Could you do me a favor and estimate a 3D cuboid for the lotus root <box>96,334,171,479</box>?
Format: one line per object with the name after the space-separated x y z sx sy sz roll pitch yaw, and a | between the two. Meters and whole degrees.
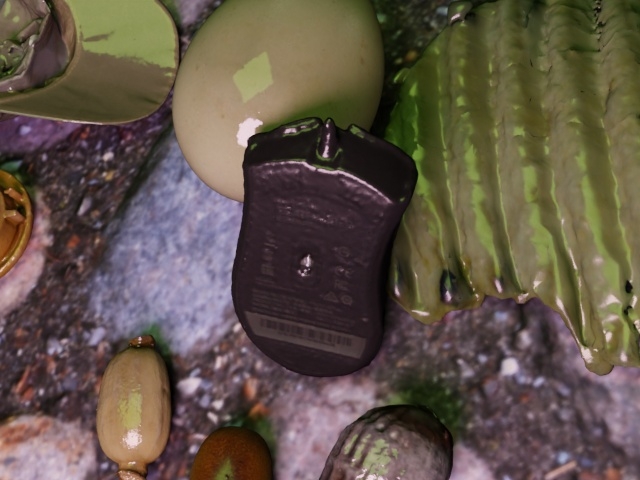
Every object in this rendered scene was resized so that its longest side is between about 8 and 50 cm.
-0.177 0.162 0.825 0.073 0.062 0.151 -9 66 15 | lotus root

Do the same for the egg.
-0.035 -0.152 0.831 0.188 0.189 0.254 17 69 23 | egg

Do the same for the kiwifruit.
-0.081 0.225 0.767 0.075 0.075 0.125 2 67 18 | kiwifruit

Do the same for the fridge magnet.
-0.385 -0.016 0.959 0.143 0.063 0.143 -4 70 13 | fridge magnet

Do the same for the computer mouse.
0.000 0.000 0.766 0.146 0.264 0.088 13 38 5 | computer mouse

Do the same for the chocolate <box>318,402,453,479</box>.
0.023 0.241 0.709 0.110 0.110 0.248 27 82 25 | chocolate

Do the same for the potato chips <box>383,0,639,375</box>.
0.233 -0.090 0.775 0.373 0.097 0.390 13 76 32 | potato chips

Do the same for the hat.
-0.298 -0.196 1.003 0.244 0.149 0.214 21 66 -14 | hat
